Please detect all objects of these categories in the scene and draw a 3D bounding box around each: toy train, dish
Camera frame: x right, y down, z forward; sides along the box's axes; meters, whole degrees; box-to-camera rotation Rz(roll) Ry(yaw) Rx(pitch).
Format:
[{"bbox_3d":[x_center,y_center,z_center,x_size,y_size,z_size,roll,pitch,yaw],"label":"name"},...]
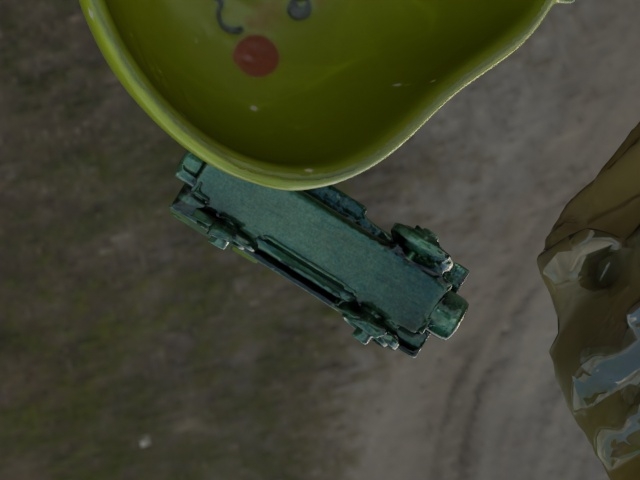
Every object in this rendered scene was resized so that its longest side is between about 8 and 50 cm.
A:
[{"bbox_3d":[0.000,0.001,1.058,0.083,0.200,0.132,-56,-179,-4],"label":"toy train"},{"bbox_3d":[-0.011,-0.148,0.837,0.262,0.221,0.108,-30,-173,-22],"label":"dish"}]

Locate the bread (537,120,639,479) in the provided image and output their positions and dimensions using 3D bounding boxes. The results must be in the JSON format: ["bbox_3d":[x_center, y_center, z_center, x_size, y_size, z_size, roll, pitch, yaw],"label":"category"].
[{"bbox_3d":[0.237,0.091,0.436,0.183,0.388,0.236,-44,166,27],"label":"bread"}]
